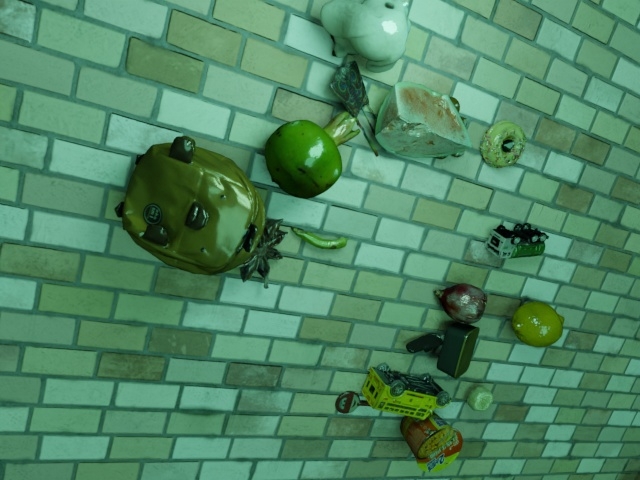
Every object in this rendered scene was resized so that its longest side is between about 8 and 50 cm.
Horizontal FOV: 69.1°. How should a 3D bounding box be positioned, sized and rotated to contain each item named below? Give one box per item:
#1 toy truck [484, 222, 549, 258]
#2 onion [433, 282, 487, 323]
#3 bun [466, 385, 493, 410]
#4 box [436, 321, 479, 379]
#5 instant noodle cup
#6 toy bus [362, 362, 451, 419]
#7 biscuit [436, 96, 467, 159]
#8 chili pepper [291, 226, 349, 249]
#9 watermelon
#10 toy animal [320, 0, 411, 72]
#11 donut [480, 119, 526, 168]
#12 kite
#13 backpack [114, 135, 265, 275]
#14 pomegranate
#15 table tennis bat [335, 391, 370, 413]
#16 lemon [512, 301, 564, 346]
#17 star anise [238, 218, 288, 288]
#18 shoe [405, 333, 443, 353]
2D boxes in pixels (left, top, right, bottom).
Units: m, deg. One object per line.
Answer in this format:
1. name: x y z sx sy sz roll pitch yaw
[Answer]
1. toy truck: 0.757 0.009 1.782 0.243 0.101 0.124 -3 120 -23
2. onion: 0.518 0.229 1.746 0.195 0.159 0.159 17 102 3
3. bun: 0.678 0.673 1.988 0.115 0.069 0.115 -7 111 -19
4. box: 0.533 0.421 1.811 0.145 0.090 0.200 -11 116 -51
5. instant noodle cup: 0.434 0.787 1.875 0.214 0.174 0.213 -7 111 -19
6. toy bus: 0.335 0.591 1.789 0.331 0.144 0.151 20 99 -24
7. biscuit: 0.436 -0.378 1.568 0.138 0.031 0.204 -9 109 -18
8. chili pepper: 0.000 0.001 1.522 0.208 0.043 0.048 9 116 -23
9. watermelon: 0.322 -0.354 1.448 0.306 0.180 0.223 12 114 -26
10. toy animal: 0.119 -0.573 1.264 0.249 0.289 0.174 30 97 -6
11. donut: 0.650 -0.336 1.641 0.175 0.068 0.174 -6 109 -19
12. kite: 0.127 -0.396 1.420 0.152 0.015 0.285 -51 121 -33
13. backpack: -0.333 -0.086 1.235 0.379 0.201 0.353 21 100 4
14. pomegranate: -0.015 -0.257 1.333 0.302 0.236 0.235 -36 116 -6
15. table tennis bat: 0.129 0.627 1.795 0.155 0.019 0.097 11 103 -21
16. lemon: 0.884 0.341 1.890 0.245 0.187 0.186 -5 109 -22
17. star anise: -0.187 0.037 1.423 0.230 0.081 0.262 -41 145 -36
18. shoe: 0.396 0.407 1.802 0.160 0.062 0.053 -10 138 -24
